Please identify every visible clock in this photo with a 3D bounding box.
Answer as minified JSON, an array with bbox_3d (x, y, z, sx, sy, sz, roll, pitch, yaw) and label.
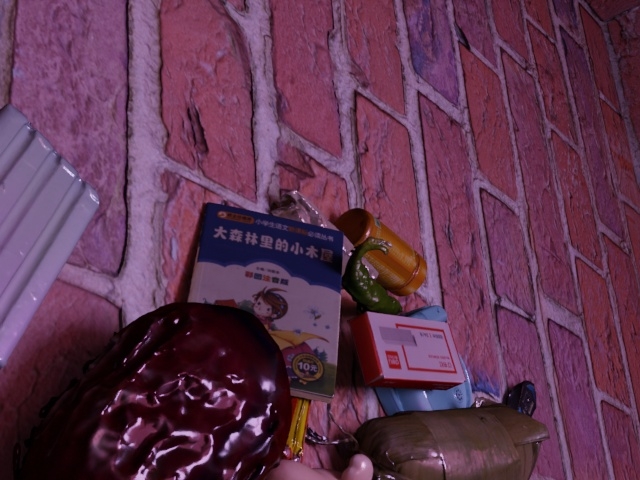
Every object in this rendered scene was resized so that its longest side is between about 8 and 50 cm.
[{"bbox_3d":[0.198,0.266,1.859,0.224,0.094,0.274,-21,88,-56],"label":"clock"}]

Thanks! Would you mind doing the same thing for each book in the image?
[{"bbox_3d":[-0.080,0.081,1.482,0.228,0.018,0.322,13,47,-10],"label":"book"}]

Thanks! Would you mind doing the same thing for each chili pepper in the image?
[{"bbox_3d":[0.086,0.080,1.666,0.359,0.085,0.076,66,28,-72],"label":"chili pepper"}]

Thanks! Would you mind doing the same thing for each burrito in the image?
[{"bbox_3d":[0.000,0.000,1.739,0.226,0.087,0.060,48,28,-22],"label":"burrito"}]

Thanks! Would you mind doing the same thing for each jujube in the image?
[{"bbox_3d":[-0.185,0.228,1.185,0.377,0.258,0.258,-44,110,-42],"label":"jujube"}]

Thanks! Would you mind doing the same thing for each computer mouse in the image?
[{"bbox_3d":[0.431,0.364,2.190,0.079,0.047,0.135,55,45,-30],"label":"computer mouse"}]

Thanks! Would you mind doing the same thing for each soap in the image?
[{"bbox_3d":[-0.385,-0.003,1.154,0.173,0.095,0.289,50,37,-28],"label":"soap"}]

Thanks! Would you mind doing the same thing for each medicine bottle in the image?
[{"bbox_3d":[0.109,0.023,1.867,0.192,0.096,0.096,36,45,-40],"label":"medicine bottle"}]

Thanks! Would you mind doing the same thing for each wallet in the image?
[{"bbox_3d":[-0.066,0.235,1.447,0.067,0.141,0.241,43,39,-26],"label":"wallet"}]

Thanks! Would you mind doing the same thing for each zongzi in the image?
[{"bbox_3d":[0.151,0.454,1.667,0.447,0.181,0.418,4,101,-32],"label":"zongzi"}]

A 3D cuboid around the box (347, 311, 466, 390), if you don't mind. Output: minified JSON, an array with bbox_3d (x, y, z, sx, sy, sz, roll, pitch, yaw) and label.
[{"bbox_3d":[0.152,0.191,1.714,0.229,0.050,0.122,12,56,-44],"label":"box"}]

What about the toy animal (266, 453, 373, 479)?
[{"bbox_3d":[-0.030,0.377,1.270,0.278,0.345,0.246,25,56,-7],"label":"toy animal"}]
